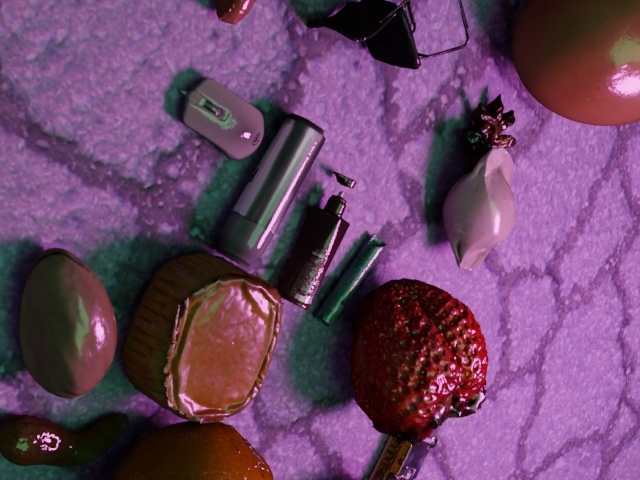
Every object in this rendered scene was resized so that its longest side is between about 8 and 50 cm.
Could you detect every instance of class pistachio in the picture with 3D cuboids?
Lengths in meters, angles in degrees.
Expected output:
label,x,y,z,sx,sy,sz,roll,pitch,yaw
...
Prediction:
label,x,y,z,sx,sy,sz,roll,pitch,yaw
pistachio,-0.359,0.119,1.501,0.136,0.136,0.226,-19,114,-36

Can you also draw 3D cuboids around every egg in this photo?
label,x,y,z,sx,sy,sz,roll,pitch,yaw
egg,0.525,-0.364,1.964,0.374,0.301,0.301,1,107,-34

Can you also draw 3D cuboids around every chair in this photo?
label,x,y,z,sx,sy,sz,roll,pitch,yaw
chair,0.107,-0.340,1.709,0.221,0.140,0.145,-36,128,-23

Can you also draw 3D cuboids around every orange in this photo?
label,x,y,z,sx,sy,sz,roll,pitch,yaw
orange,-0.203,0.416,1.665,0.274,0.274,0.274,-19,120,-36

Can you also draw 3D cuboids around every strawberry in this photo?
label,x,y,z,sx,sy,sz,roll,pitch,yaw
strawberry,0.163,0.212,1.947,0.250,0.238,0.288,-33,99,-35

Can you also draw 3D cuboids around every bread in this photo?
label,x,y,z,sx,sy,sz,roll,pitch,yaw
bread,-0.181,0.152,1.662,0.227,0.142,0.253,15,100,-46

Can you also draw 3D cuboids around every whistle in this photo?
label,x,y,z,sx,sy,sz,roll,pitch,yaw
whistle,0.055,0.071,1.913,0.186,0.039,0.039,-55,135,-11

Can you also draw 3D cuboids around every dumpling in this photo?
label,x,y,z,sx,sy,sz,roll,pitch,yaw
dumpling,0.317,-0.072,2.026,0.179,0.131,0.252,-29,130,-44

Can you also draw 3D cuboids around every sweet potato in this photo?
label,x,y,z,sx,sy,sz,roll,pitch,yaw
sweet potato,-0.386,0.303,1.598,0.233,0.062,0.081,8,101,-47

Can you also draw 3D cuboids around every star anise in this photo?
label,x,y,z,sx,sy,sz,roll,pitch,yaw
star anise,0.318,-0.198,2.023,0.168,0.057,0.168,-30,135,-35

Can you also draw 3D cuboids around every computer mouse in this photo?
label,x,y,z,sx,sy,sz,roll,pitch,yaw
computer mouse,-0.142,-0.183,1.609,0.182,0.056,0.089,33,80,-45

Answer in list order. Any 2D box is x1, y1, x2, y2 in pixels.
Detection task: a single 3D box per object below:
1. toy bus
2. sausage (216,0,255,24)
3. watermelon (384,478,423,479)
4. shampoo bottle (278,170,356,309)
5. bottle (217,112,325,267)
label,x,y,z,sx,sy,sz,roll,pitch,yaw
toy bus,0.172,0.446,2.159,0.081,0.074,0.226,23,92,-44
sausage,-0.035,-0.425,1.559,0.304,0.078,0.078,-36,131,-4
watermelon,0.072,0.570,2.074,0.176,0.256,0.260,-68,160,-75
shampoo bottle,-0.002,-0.001,1.810,0.236,0.067,0.068,-66,154,0
bottle,-0.080,-0.079,1.700,0.253,0.079,0.096,-62,174,-4
